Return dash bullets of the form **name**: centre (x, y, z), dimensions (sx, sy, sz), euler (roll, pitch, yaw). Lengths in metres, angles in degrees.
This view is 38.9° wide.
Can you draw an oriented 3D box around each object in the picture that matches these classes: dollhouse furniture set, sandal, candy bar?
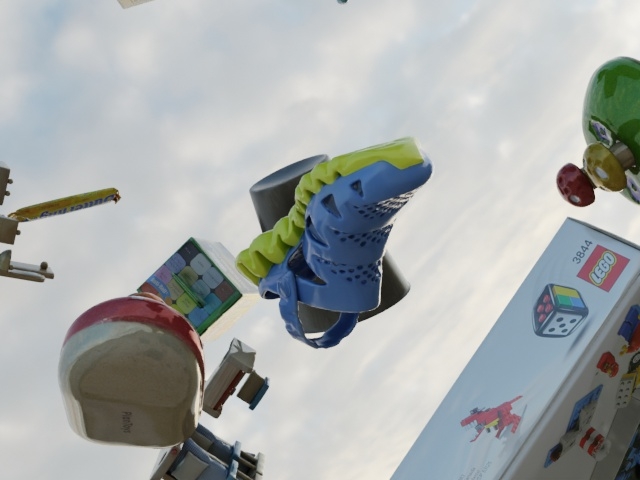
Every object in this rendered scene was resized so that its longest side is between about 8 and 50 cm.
- **dollhouse furniture set**: centre (-0.113, 0.250, 1.167), dimensions (0.129, 0.129, 0.183), euler (33, -81, -7)
- **sandal**: centre (0.026, 0.009, 0.893), dimensions (0.126, 0.138, 0.317), euler (-18, -17, -29)
- **candy bar**: centre (-0.359, -0.049, 1.276), dimensions (0.162, 0.018, 0.040), euler (-14, -15, -19)
- **dollhouse furniture set**: centre (-0.416, -0.024, 1.264), dimensions (0.123, 0.144, 0.151), euler (12, -86, -25)

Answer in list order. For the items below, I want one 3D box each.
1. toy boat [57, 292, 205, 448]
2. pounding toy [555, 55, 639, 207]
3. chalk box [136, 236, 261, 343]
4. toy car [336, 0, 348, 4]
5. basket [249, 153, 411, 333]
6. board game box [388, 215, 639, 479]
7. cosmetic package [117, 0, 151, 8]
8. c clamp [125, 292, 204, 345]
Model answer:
- **toy boat**: centre (-0.200, 0.125, 0.991), dimensions (0.151, 0.151, 0.231), euler (6, -34, -7)
- **pounding toy**: centre (0.312, -0.063, 0.901), dimensions (0.110, 0.237, 0.183), euler (-32, -38, -2)
- **chalk box**: centre (-0.202, 0.086, 1.506), dimensions (0.132, 0.132, 0.213), euler (-43, -10, 6)
- **toy car**: centre (0.011, -0.430, 1.350), dimensions (0.136, 0.182, 0.159), euler (-44, 2, 3)
- **basket**: centre (0.000, 0.000, 1.337), dimensions (0.154, 0.204, 0.226), euler (-46, -64, -54)
- **board game box**: centre (0.097, 0.160, 0.467), dimensions (0.305, 0.053, 0.193), euler (-55, -44, -2)
- **cosmetic package**: centre (-0.132, -0.405, 1.140), dimensions (0.310, 0.113, 0.160), euler (-15, -3, -1)
- **c clamp**: centre (-0.282, 0.140, 1.641), dimensions (0.161, 0.137, 0.022), euler (10, -54, -6)
